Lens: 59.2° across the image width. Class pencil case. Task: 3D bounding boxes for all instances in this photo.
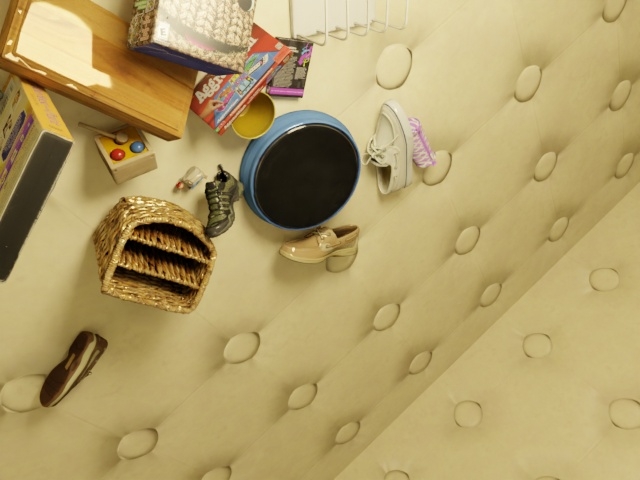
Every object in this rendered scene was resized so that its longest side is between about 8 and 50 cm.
[{"bbox_3d":[0.343,-0.339,1.980,0.086,0.088,0.206,-47,135,-4],"label":"pencil case"}]

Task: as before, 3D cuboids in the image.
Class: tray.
[{"bbox_3d":[-0.475,-0.395,1.258,0.411,0.076,0.202,20,75,-43],"label":"tray"}]

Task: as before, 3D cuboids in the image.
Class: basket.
[{"bbox_3d":[-0.426,0.036,1.526,0.213,0.223,0.299,-44,137,18],"label":"basket"}]

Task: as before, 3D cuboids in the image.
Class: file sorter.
[{"bbox_3d":[0.077,-0.644,1.502,0.278,0.173,0.192,-21,129,-25],"label":"file sorter"}]

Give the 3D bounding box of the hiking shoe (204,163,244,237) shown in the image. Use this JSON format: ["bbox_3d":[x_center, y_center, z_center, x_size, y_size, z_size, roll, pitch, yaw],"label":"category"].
[{"bbox_3d":[-0.296,-0.109,1.596,0.086,0.226,0.114,-18,132,29],"label":"hiking shoe"}]

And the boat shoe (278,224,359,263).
[{"bbox_3d":[0.000,0.000,1.941,0.341,0.122,0.110,-9,121,-45],"label":"boat shoe"}]

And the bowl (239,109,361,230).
[{"bbox_3d":[-0.052,-0.204,1.740,0.392,0.077,0.390,-13,125,-20],"label":"bowl"}]

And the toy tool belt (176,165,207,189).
[{"bbox_3d":[-0.360,-0.165,1.587,0.083,0.052,0.051,-46,128,-1],"label":"toy tool belt"}]

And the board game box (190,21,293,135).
[{"bbox_3d":[-0.215,-0.419,1.456,0.281,0.145,0.027,-48,160,0],"label":"board game box"}]

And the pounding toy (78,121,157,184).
[{"bbox_3d":[-0.497,-0.232,1.388,0.130,0.141,0.100,-27,161,-20],"label":"pounding toy"}]

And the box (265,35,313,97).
[{"bbox_3d":[-0.087,-0.486,1.589,0.116,0.029,0.162,-6,124,-35],"label":"box"}]

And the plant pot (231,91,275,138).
[{"bbox_3d":[-0.204,-0.356,1.540,0.134,0.095,0.134,-20,129,-27],"label":"plant pot"}]

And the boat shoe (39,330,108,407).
[{"bbox_3d":[-0.721,0.391,1.670,0.257,0.095,0.095,-52,142,4],"label":"boat shoe"}]

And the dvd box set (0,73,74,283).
[{"bbox_3d":[-0.623,-0.149,1.130,0.062,0.420,0.307,22,104,-42],"label":"dvd box set"}]

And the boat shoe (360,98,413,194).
[{"bbox_3d":[0.212,-0.294,1.894,0.157,0.135,0.367,-30,143,-14],"label":"boat shoe"}]

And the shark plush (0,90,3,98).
[{"bbox_3d":[-0.740,-0.341,1.159,0.073,0.067,0.161,-51,136,4],"label":"shark plush"}]

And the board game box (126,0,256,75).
[{"bbox_3d":[-0.276,-0.544,1.261,0.232,0.141,0.290,6,96,-40],"label":"board game box"}]
